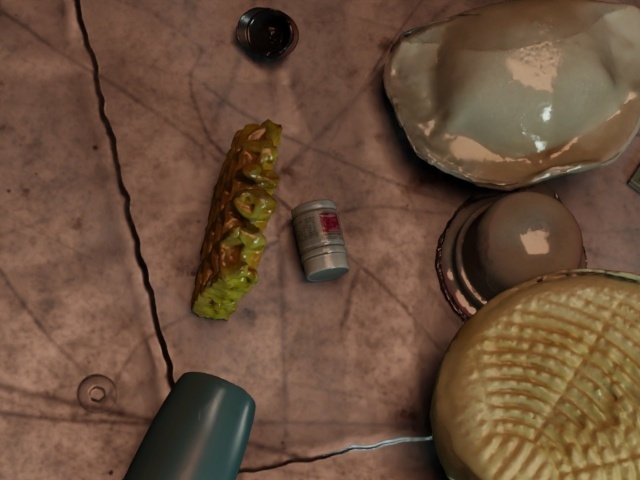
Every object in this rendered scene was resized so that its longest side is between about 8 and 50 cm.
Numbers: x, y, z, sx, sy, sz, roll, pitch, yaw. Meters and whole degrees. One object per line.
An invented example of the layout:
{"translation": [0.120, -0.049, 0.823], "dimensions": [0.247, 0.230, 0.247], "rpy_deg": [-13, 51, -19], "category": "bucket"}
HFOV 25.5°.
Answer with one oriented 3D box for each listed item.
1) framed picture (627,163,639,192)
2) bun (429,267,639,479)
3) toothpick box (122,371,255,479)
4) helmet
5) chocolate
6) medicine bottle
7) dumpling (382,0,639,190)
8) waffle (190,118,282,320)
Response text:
{"translation": [0.565, -0.071, 1.953], "dimensions": [0.250, 0.016, 0.184], "rpy_deg": [36, 67, 0], "category": "framed picture"}
{"translation": [0.317, 0.218, 1.656], "dimensions": [0.364, 0.202, 0.364], "rpy_deg": [-5, 65, 10], "category": "bun"}
{"translation": [-0.147, 0.246, 1.610], "dimensions": [0.120, 0.120, 0.184], "rpy_deg": [25, 64, -4], "category": "toothpick box"}
{"translation": [-0.063, -0.270, 1.846], "dimensions": [0.084, 0.049, 0.065], "rpy_deg": [22, 99, 22], "category": "helmet"}
{"translation": [0.264, 0.007, 1.781], "dimensions": [0.221, 0.147, 0.221], "rpy_deg": [5, 66, -13], "category": "chocolate"}
{"translation": [0.000, 0.000, 1.763], "dimensions": [0.058, 0.058, 0.091], "rpy_deg": [-8, 74, -16], "category": "medicine bottle"}
{"translation": [0.278, -0.190, 1.831], "dimensions": [0.341, 0.181, 0.260], "rpy_deg": [1, 65, -28], "category": "dumpling"}
{"translation": [-0.093, -0.040, 1.667], "dimensions": [0.057, 0.219, 0.229], "rpy_deg": [14, 70, -11], "category": "waffle"}
